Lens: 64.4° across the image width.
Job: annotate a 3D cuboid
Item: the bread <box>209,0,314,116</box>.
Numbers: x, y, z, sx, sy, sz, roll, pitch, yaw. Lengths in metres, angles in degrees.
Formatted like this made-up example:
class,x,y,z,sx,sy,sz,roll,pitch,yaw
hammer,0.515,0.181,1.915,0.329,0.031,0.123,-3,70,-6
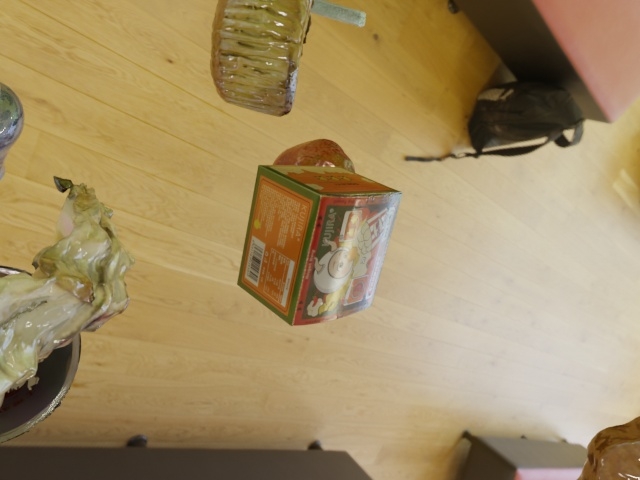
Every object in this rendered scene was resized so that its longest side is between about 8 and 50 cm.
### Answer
class,x,y,z,sx,sy,sz,roll,pitch,yaw
bread,-0.086,-0.340,0.822,0.227,0.142,0.253,93,6,-76

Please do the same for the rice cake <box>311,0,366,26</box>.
class,x,y,z,sx,sy,sz,roll,pitch,yaw
rice cake,0.006,-0.614,1.340,0.045,0.245,0.042,-34,145,-53

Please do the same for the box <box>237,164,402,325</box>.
class,x,y,z,sx,sy,sz,roll,pitch,yaw
box,0.000,0.000,0.760,0.177,0.148,0.195,-6,116,-44

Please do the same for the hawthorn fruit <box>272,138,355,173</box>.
class,x,y,z,sx,sy,sz,roll,pitch,yaw
hawthorn fruit,-0.036,-0.136,1.234,0.253,0.205,0.205,-25,125,-27

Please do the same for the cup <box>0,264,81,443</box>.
class,x,y,z,sx,sy,sz,roll,pitch,yaw
cup,-0.443,0.124,0.652,0.203,0.288,0.203,1,88,-35

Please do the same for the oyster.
class,x,y,z,sx,sy,sz,roll,pitch,yaw
oyster,-0.228,0.055,0.430,0.107,0.354,0.201,30,117,-21

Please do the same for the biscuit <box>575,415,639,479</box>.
class,x,y,z,sx,sy,sz,roll,pitch,yaw
biscuit,0.269,0.286,0.442,0.044,0.186,0.295,-61,170,-70

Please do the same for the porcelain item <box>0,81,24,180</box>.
class,x,y,z,sx,sy,sz,roll,pitch,yaw
porcelain item,-0.612,-0.195,0.906,0.141,0.141,0.259,-5,157,-36
